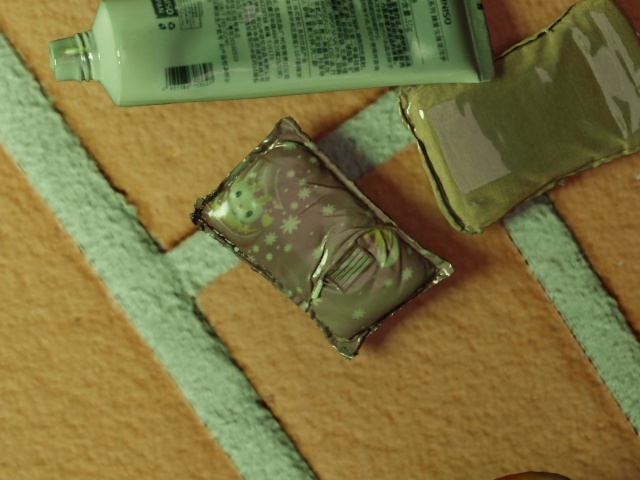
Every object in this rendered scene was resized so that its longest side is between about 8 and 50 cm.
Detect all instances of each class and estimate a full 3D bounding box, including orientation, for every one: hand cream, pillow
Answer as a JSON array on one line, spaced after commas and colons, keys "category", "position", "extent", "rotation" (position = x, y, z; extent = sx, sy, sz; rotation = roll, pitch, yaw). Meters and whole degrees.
[{"category": "hand cream", "position": [-0.036, -0.158, 1.217], "extent": [0.341, 0.078, 0.124], "rotation": [-9, 82, -15]}, {"category": "pillow", "position": [0.000, 0.000, 1.252], "extent": [0.185, 0.043, 0.118], "rotation": [44, 93, -10]}, {"category": "pillow", "position": [0.174, -0.101, 1.279], "extent": [0.211, 0.034, 0.135], "rotation": [-26, 97, -9]}]

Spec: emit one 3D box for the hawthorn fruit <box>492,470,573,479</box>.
[{"category": "hawthorn fruit", "position": [0.190, 0.320, 1.218], "extent": [0.284, 0.284, 0.284], "rotation": [-1, 97, -11]}]
